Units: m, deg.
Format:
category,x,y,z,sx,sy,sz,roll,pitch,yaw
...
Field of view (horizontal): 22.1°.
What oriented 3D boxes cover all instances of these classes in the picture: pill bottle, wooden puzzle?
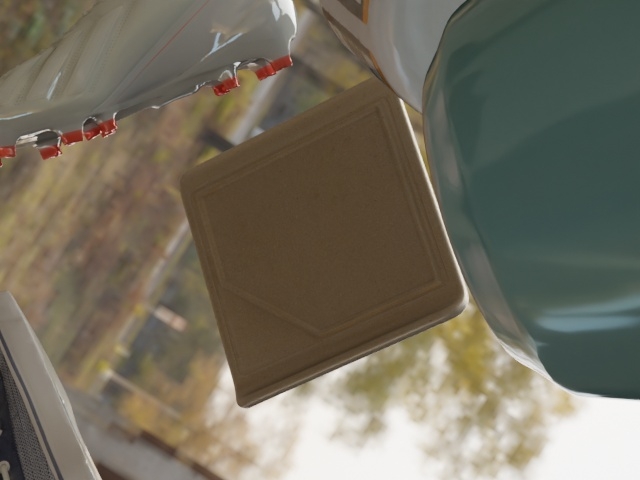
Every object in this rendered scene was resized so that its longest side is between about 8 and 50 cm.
category,x,y,z,sx,sy,sz,roll,pitch,yaw
pill bottle,0.085,-0.187,1.188,0.162,0.162,0.278,-57,-160,10
wooden puzzle,0.000,0.000,1.384,0.221,0.238,0.044,-25,153,20

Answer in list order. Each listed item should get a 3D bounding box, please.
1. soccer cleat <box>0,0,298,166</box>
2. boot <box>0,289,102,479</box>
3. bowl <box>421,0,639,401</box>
category,x,y,z,sx,sy,sz,roll,pitch,yaw
soccer cleat,-0.104,-0.094,0.819,0.196,0.076,0.068,-23,-177,-22
boot,-0.184,0.105,0.921,0.086,0.069,0.190,-27,-140,-7
bowl,0.163,-0.037,0.885,0.163,0.311,0.311,-19,-162,20
